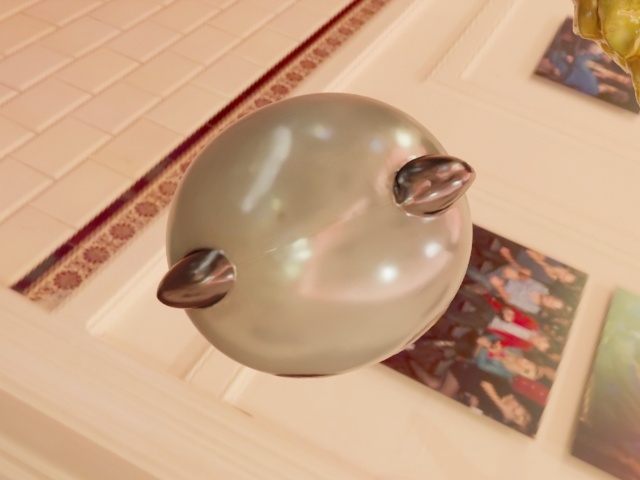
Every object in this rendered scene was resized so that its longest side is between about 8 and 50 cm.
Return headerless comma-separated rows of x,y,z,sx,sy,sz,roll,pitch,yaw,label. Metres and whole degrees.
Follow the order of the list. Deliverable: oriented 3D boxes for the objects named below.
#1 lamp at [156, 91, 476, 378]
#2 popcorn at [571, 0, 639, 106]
0.000,0.000,0.536,0.197,0.198,0.244,-64,175,-3,lamp
0.299,-0.184,0.635,0.155,0.197,0.197,-50,-179,43,popcorn
